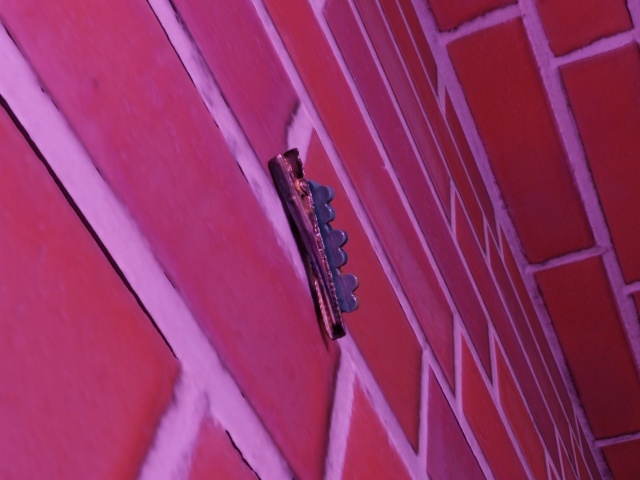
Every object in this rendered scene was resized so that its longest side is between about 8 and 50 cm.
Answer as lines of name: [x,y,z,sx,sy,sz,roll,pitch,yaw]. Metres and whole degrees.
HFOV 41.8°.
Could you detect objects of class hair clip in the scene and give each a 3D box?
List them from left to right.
hair clip: [0.001,0.000,0.733,0.049,0.049,0.172,-1,73,-71]
